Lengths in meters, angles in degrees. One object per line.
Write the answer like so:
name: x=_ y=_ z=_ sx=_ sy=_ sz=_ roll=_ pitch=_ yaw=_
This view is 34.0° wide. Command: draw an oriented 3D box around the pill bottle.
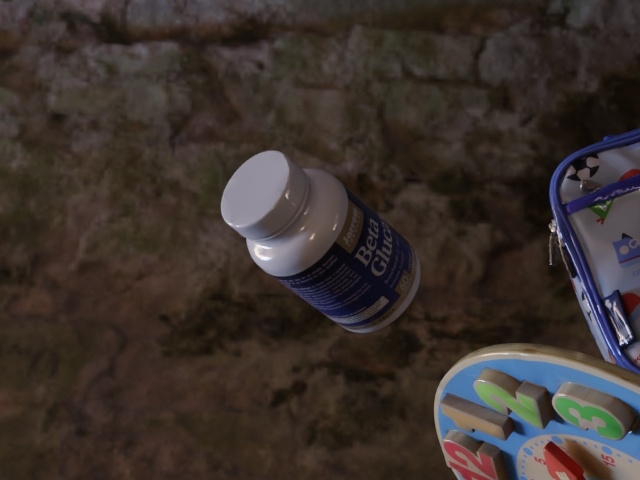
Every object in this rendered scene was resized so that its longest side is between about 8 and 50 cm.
pill bottle: x=0.000 y=0.000 z=0.848 sx=0.094 sy=0.094 sz=0.169 roll=1 pitch=153 yaw=43

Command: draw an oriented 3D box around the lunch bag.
lunch bag: x=0.348 y=-0.010 z=0.889 sx=0.303 sy=0.243 sz=0.115 roll=-19 pitch=159 yaw=10

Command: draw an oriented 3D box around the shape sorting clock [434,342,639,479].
shape sorting clock: x=0.137 y=0.128 z=0.474 sx=0.040 sy=0.206 sz=0.206 roll=-42 pitch=-159 yaw=-26
